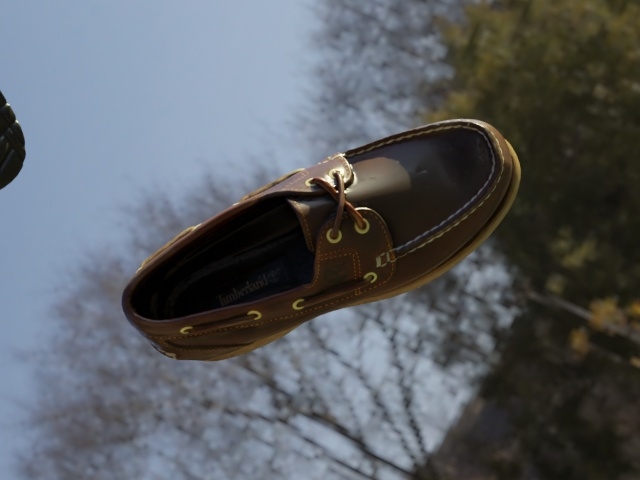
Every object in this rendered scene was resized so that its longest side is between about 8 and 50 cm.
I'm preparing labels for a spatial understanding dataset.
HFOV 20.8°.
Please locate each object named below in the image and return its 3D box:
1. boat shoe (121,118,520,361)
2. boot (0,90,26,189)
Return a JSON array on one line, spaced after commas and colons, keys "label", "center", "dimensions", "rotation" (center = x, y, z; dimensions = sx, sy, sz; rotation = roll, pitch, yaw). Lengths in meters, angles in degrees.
[{"label": "boat shoe", "center": [0.000, 0.000, 0.858], "dimensions": [0.207, 0.073, 0.073], "rotation": [-30, -24, 8]}, {"label": "boot", "center": [-0.278, -0.118, 1.134], "dimensions": [0.083, 0.246, 0.161], "rotation": [-20, -2, -27]}]
